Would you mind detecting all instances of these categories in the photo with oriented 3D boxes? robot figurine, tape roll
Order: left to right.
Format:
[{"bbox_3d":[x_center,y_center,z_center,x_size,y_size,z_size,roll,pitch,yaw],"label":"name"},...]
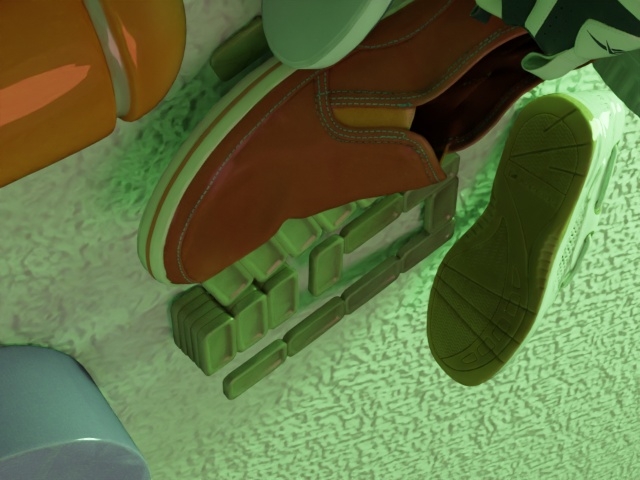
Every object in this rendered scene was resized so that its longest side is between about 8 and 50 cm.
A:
[{"bbox_3d":[-0.257,0.196,1.237,0.275,0.090,0.275,-29,152,-17],"label":"tape roll"},{"bbox_3d":[-0.159,-0.092,0.869,0.219,0.128,0.158,-27,124,-17],"label":"robot figurine"}]

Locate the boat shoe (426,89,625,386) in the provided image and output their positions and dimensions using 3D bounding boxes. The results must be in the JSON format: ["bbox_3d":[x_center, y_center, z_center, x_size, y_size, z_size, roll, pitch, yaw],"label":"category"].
[{"bbox_3d":[0.173,0.001,1.429,0.096,0.098,0.277,-19,143,-46],"label":"boat shoe"}]

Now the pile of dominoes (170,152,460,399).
[{"bbox_3d":[0.000,0.000,1.320,0.251,0.040,0.196,-36,153,-21],"label":"pile of dominoes"}]

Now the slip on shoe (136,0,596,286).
[{"bbox_3d":[0.030,-0.070,1.097,0.331,0.101,0.123,-34,156,3],"label":"slip on shoe"}]

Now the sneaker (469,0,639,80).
[{"bbox_3d":[0.137,-0.191,1.004,0.094,0.235,0.153,17,142,-43],"label":"sneaker"}]

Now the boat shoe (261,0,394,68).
[{"bbox_3d":[0.057,-0.198,0.993,0.084,0.095,0.258,-1,137,-43],"label":"boat shoe"}]

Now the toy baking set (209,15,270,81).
[{"bbox_3d":[0.054,-0.140,1.149,0.256,0.030,0.196,1,134,-51],"label":"toy baking set"}]

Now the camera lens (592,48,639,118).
[{"bbox_3d":[0.325,-0.198,1.176,0.219,0.219,0.274,-6,139,-46],"label":"camera lens"}]
